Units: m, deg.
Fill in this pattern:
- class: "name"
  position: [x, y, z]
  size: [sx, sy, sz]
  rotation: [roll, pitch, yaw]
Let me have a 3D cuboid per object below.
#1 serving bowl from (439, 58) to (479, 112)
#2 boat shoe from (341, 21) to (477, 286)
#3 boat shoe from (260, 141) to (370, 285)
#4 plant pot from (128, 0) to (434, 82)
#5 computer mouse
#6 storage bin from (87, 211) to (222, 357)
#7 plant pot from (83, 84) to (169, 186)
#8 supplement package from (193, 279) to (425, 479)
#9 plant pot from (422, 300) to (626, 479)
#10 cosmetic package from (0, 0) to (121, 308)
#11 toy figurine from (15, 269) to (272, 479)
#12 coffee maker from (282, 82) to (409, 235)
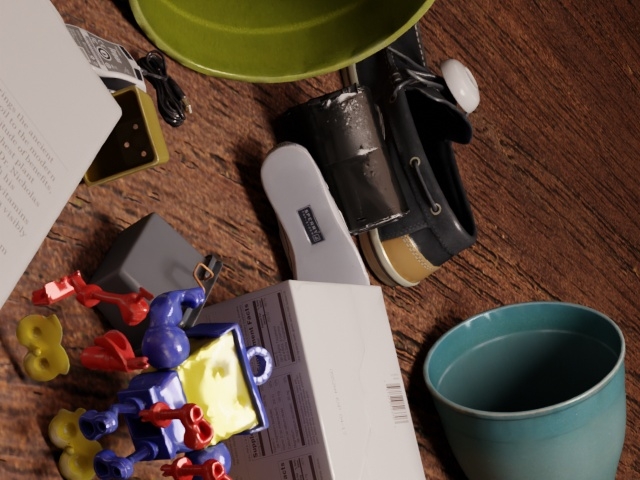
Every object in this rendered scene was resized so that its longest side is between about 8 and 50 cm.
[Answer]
- class: "serving bowl"
  position: [0.199, -0.220, 1.980]
  size: [0.083, 0.027, 0.083]
  rotation: [50, 21, -27]
- class: "boat shoe"
  position: [0.133, -0.174, 2.010]
  size: [0.187, 0.156, 0.500]
  rotation: [35, 43, -47]
- class: "boat shoe"
  position: [0.000, 0.000, 1.719]
  size: [0.084, 0.095, 0.258]
  rotation: [-78, 154, -78]
- class: "plant pot"
  position: [-0.064, -0.437, 1.642]
  size: [0.366, 0.366, 0.353]
  rotation: [36, 32, -49]
- class: "computer mouse"
  position: [-0.216, -0.174, 1.470]
  size: [0.193, 0.042, 0.106]
  rotation: [16, 39, -54]
- class: "storage bin"
  position: [-0.164, 0.038, 1.398]
  size: [0.091, 0.098, 0.135]
  rotation: [48, 34, -20]
- class: "plant pot"
  position: [-0.197, -0.104, 1.435]
  size: [0.083, 0.081, 0.081]
  rotation: [-9, 81, -77]
- class: "supplement package"
  position: [-0.012, 0.188, 1.519]
  size: [0.204, 0.145, 0.262]
  rotation: [7, 68, -60]
- class: "plant pot"
  position: [0.297, 0.261, 1.955]
  size: [0.272, 0.271, 0.255]
  rotation: [-62, 143, -55]
- class: "cosmetic package"
  position: [-0.336, -0.042, 1.040]
  size: [0.230, 0.161, 0.453]
  rotation: [57, 30, -25]
- class: "toy figurine"
  position: [-0.093, 0.170, 1.278]
  size: [0.217, 0.191, 0.363]
  rotation: [-28, 103, -48]
- class: "coffee maker"
  position: [0.031, -0.096, 1.777]
  size: [0.171, 0.120, 0.178]
  rotation: [-42, 113, -82]
